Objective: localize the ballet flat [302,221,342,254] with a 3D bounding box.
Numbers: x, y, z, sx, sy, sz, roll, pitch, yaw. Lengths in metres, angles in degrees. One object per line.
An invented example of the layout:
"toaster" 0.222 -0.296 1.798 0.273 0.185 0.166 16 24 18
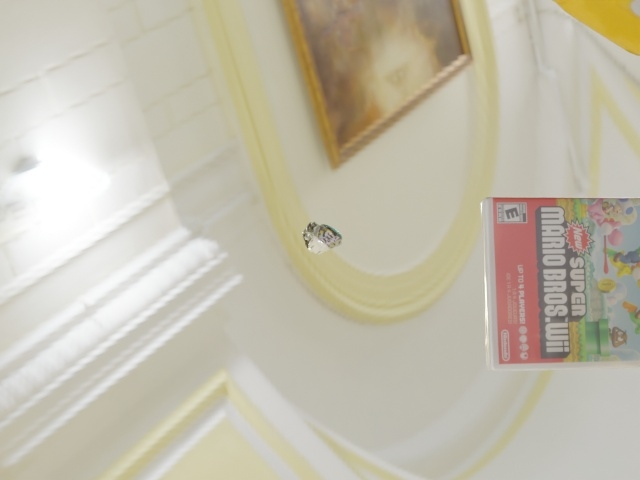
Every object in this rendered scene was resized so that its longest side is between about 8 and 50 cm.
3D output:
"ballet flat" 0.000 0.000 1.551 0.041 0.041 0.114 -21 -172 -10

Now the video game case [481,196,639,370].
"video game case" 0.333 0.050 1.404 0.285 0.204 0.025 0 174 -9

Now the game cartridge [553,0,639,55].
"game cartridge" 0.273 -0.143 0.601 0.285 0.324 0.052 -32 -145 64
